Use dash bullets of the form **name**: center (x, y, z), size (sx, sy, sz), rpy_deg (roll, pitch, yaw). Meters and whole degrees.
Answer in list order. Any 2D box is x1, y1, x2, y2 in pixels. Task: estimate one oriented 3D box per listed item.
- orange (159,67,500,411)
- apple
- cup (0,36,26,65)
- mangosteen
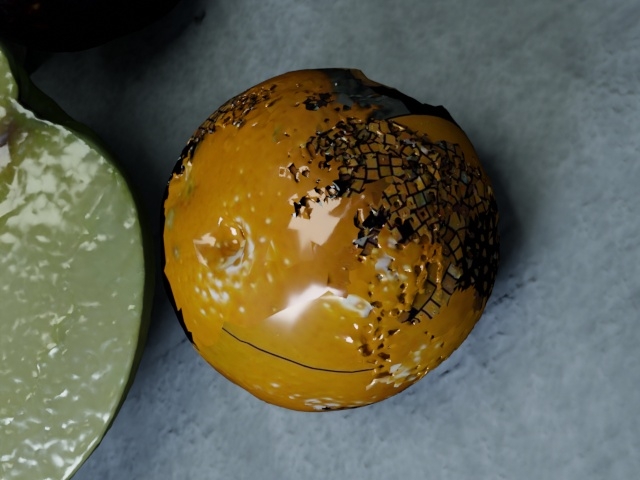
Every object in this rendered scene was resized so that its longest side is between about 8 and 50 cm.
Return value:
- **orange**: center (0.000, 0.000, 0.898), size (0.234, 0.182, 0.234), rpy_deg (1, 93, 34)
- **apple**: center (-0.295, 0.024, 1.029), size (0.360, 0.320, 0.312), rpy_deg (-49, 41, 10)
- **cup**: center (-0.397, -0.237, 1.214), size (0.234, 0.258, 0.186), rpy_deg (67, 155, 21)
- **mangosteen**: center (-0.224, -0.256, 1.084), size (0.243, 0.243, 0.243), rpy_deg (-10, 73, 36)
